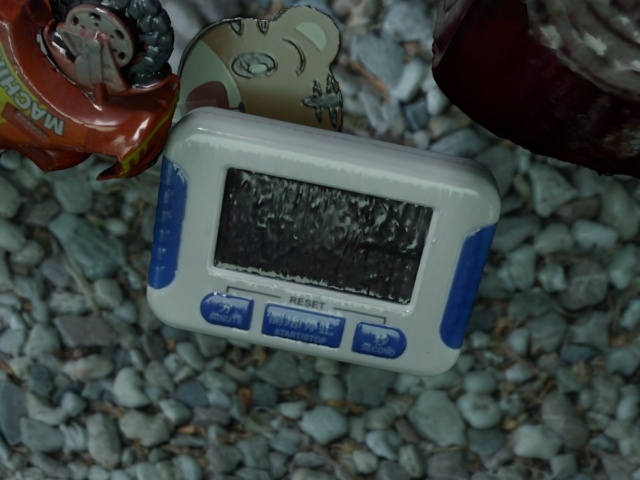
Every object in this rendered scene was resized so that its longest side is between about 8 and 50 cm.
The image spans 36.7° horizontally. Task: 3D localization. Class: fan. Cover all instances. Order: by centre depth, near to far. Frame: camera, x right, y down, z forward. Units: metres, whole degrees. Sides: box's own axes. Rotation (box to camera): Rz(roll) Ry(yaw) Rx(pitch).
[{"bbox_3d":[-0.088,-0.101,0.761,0.226,0.008,0.153,-4,113,8],"label":"fan"}]

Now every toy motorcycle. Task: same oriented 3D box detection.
[{"bbox_3d":[-0.208,-0.108,0.677,0.298,0.089,0.171,0,144,32],"label":"toy motorcycle"}]

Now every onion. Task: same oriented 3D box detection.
[{"bbox_3d":[0.225,-0.182,0.537,0.260,0.282,0.337,24,113,0],"label":"onion"}]

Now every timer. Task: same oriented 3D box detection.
[{"bbox_3d":[0.000,0.000,0.751,0.253,0.078,0.178,12,114,0],"label":"timer"}]
